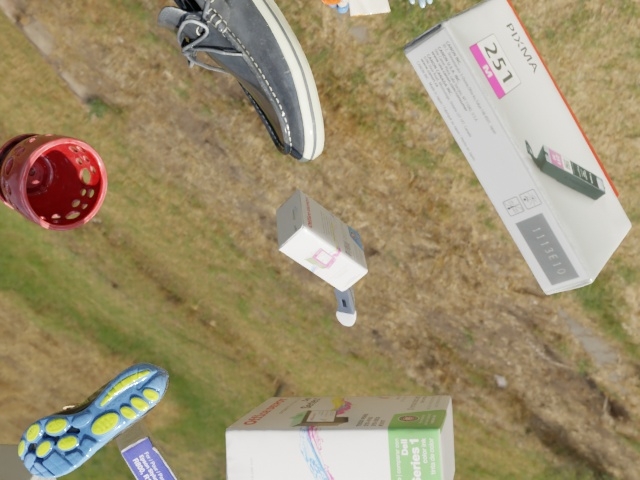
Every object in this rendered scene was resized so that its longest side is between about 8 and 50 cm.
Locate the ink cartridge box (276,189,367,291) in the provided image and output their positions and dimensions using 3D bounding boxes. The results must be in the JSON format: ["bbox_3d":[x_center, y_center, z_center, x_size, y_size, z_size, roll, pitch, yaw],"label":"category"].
[{"bbox_3d":[0.000,0.000,1.000,0.052,0.088,0.122,-40,122,23],"label":"ink cartridge box"}]

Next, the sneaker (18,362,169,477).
[{"bbox_3d":[-0.243,0.198,0.803,0.067,0.188,0.078,57,-179,11],"label":"sneaker"}]

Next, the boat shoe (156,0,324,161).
[{"bbox_3d":[-0.155,-0.323,1.061,0.500,0.156,0.187,60,167,-13],"label":"boat shoe"}]

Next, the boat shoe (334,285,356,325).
[{"bbox_3d":[0.045,0.102,1.242,0.035,0.035,0.100,9,133,24],"label":"boat shoe"}]

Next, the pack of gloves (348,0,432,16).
[{"bbox_3d":[0.128,-0.554,1.418,0.046,0.195,0.232,-171,72,-75],"label":"pack of gloves"}]

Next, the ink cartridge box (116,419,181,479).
[{"bbox_3d":[-0.278,0.500,1.394,0.324,0.071,0.330,60,163,-7],"label":"ink cartridge box"}]

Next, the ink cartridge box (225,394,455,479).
[{"bbox_3d":[0.034,0.285,0.991,0.278,0.117,0.201,-4,179,14],"label":"ink cartridge box"}]

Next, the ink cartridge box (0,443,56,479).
[{"bbox_3d":[-0.411,0.401,0.976,0.087,0.153,0.208,0,114,2],"label":"ink cartridge box"}]

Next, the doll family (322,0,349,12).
[{"bbox_3d":[-0.049,-0.553,1.464,0.263,0.118,0.163,20,-170,14],"label":"doll family"}]

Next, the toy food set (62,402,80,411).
[{"bbox_3d":[-0.388,0.293,1.224,0.083,0.020,0.082,-9,144,29],"label":"toy food set"}]

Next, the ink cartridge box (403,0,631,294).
[{"bbox_3d":[0.229,-0.119,0.747,0.060,0.239,0.275,-25,99,47],"label":"ink cartridge box"}]

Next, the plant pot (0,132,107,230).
[{"bbox_3d":[-0.566,-0.127,1.505,0.174,0.191,0.191,14,145,38],"label":"plant pot"}]
